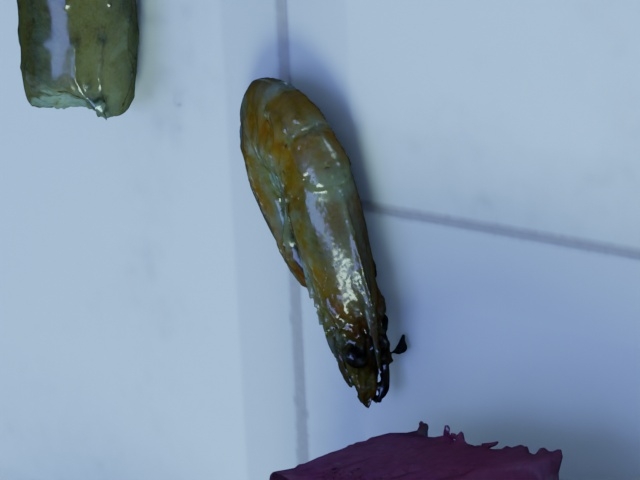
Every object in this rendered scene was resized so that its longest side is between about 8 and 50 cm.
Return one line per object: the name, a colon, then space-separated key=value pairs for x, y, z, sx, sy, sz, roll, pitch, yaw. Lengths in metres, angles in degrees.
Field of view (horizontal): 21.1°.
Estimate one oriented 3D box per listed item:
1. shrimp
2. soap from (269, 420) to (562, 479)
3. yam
shrimp: x=0.000 y=0.000 z=0.940 sx=0.101 sy=0.042 sz=0.190 roll=-23 pitch=88 yaw=65
soap: x=0.093 y=0.221 z=0.803 sx=0.325 sy=0.127 sz=0.220 roll=41 pitch=145 yaw=41
yam: x=-0.139 y=-0.250 z=0.962 sx=0.083 sy=0.083 sz=0.371 roll=16 pitch=113 yaw=38
